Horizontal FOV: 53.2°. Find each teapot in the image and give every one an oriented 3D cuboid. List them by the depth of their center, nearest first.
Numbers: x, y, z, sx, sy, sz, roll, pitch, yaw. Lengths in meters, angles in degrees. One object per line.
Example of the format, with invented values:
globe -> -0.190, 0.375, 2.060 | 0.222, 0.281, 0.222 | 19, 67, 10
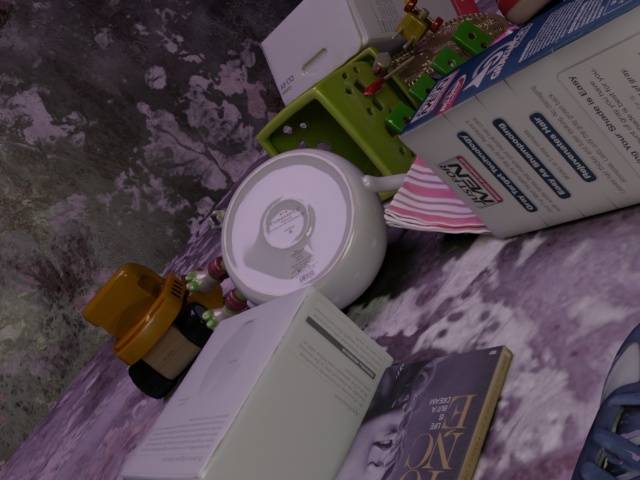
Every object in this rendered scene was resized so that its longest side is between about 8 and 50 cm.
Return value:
teapot -> 0.000, 0.000, 0.917 | 0.256, 0.187, 0.253 | 15, 82, 32

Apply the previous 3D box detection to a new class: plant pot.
plant pot -> 0.061, -0.199, 1.159 | 0.207, 0.228, 0.227 | -49, 14, -32

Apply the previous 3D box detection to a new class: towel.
towel -> 0.176, -0.084, 0.805 | 0.144, 0.029, 0.197 | 6, 48, 30

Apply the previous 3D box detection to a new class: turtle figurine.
turtle figurine -> -0.163, 0.055, 1.180 | 0.266, 0.198, 0.275 | -42, 12, 33

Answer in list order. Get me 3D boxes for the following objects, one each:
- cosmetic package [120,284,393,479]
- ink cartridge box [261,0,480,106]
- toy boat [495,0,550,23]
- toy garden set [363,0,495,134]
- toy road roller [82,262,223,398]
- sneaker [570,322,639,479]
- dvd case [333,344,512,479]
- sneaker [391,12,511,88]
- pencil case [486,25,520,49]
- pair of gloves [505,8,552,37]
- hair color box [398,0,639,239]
cosmetic package -> -0.071, 0.197, 0.707 | 0.224, 0.138, 0.225 | -26, 25, 52
ink cartridge box -> 0.113, -0.428, 1.346 | 0.384, 0.160, 0.279 | -20, -4, -40
toy boat -> 0.373, -0.507, 1.184 | 0.151, 0.151, 0.231 | -38, 18, 27
toy garden set -> 0.178, -0.278, 1.081 | 0.244, 0.204, 0.049 | -52, -2, -16
toy road roller -> -0.354, 0.149, 1.364 | 0.202, 0.240, 0.329 | -46, 16, 5
sneaker -> 0.139, 0.141, 0.268 | 0.112, 0.131, 0.319 | -31, 29, 49
dvd case -> 0.071, 0.194, 0.561 | 0.164, 0.018, 0.221 | -26, 27, 52
sneaker -> 0.235, -0.346, 1.260 | 0.282, 0.099, 0.153 | -23, -5, 14
pencil case -> 0.246, -0.212, 0.942 | 0.209, 0.098, 0.095 | -49, -29, -2
pair of gloves -> 0.268, -0.213, 0.814 | 0.240, 0.042, 0.204 | -38, 37, 4
hair color box -> 0.249, -0.123, 0.563 | 0.347, 0.174, 0.105 | -21, 31, 57
